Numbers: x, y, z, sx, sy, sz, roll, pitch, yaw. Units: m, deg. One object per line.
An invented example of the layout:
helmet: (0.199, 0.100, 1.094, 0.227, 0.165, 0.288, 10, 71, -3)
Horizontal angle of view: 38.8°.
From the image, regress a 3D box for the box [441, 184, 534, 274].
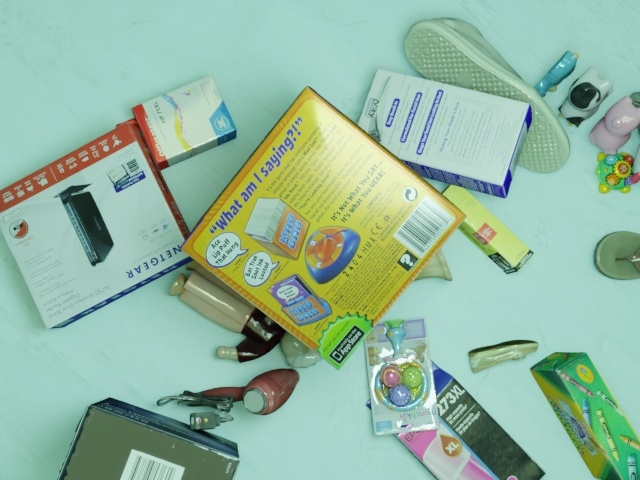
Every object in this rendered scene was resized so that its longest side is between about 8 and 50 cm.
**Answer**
box: (0.350, -0.027, 1.974, 0.232, 0.087, 0.058, 44, 81, -1)

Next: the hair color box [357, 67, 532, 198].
hair color box: (0.254, -0.227, 1.917, 0.338, 0.110, 0.185, 18, 82, 18)

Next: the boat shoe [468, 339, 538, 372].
boat shoe: (0.397, 0.248, 1.964, 0.153, 0.056, 0.048, -11, 94, -6)

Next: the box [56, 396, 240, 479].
box: (-0.320, 0.431, 1.740, 0.296, 0.294, 0.183, 21, 80, -4)

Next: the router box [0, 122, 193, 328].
router box: (-0.457, -0.028, 1.844, 0.335, 0.082, 0.301, -28, 84, 4)

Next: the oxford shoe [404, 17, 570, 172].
oxford shoe: (0.378, -0.330, 1.989, 0.449, 0.169, 0.130, 42, 42, -2)

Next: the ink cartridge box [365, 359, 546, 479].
ink cartridge box: (0.286, 0.420, 1.929, 0.176, 0.069, 0.371, -44, 87, -9)

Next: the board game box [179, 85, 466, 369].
board game box: (0.002, -0.043, 1.721, 0.356, 0.356, 0.356, 38, 97, -7)

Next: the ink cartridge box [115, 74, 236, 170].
ink cartridge box: (-0.308, -0.240, 1.929, 0.231, 0.078, 0.134, -25, 87, -8)

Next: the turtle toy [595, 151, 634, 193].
turtle toy: (0.679, -0.155, 2.034, 0.130, 0.066, 0.095, -1, 84, -6)

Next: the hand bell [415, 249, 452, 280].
hand bell: (0.146, 0.071, 1.943, 0.242, 0.126, 0.126, -21, 86, 3)

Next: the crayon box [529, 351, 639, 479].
crayon box: (0.567, 0.370, 1.911, 0.081, 0.165, 0.278, -30, 87, -9)

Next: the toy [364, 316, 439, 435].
toy: (0.166, 0.278, 1.901, 0.136, 0.056, 0.237, -7, 69, 6)

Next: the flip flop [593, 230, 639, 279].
flip flop: (0.740, 0.044, 2.010, 0.277, 0.080, 0.112, 12, 82, -5)

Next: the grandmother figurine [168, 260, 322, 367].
grandmother figurine: (-0.145, 0.161, 1.892, 0.342, 0.104, 0.208, 30, 89, 1)

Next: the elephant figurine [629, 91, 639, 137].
elephant figurine: (0.797, -0.306, 1.966, 0.186, 0.239, 0.169, -13, 76, -29)

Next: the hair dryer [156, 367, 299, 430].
hair dryer: (-0.167, 0.300, 1.839, 0.293, 0.223, 0.080, -6, 100, -28)

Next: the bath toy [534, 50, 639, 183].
bath toy: (0.624, -0.254, 1.979, 0.348, 0.151, 0.129, 44, 98, 16)
